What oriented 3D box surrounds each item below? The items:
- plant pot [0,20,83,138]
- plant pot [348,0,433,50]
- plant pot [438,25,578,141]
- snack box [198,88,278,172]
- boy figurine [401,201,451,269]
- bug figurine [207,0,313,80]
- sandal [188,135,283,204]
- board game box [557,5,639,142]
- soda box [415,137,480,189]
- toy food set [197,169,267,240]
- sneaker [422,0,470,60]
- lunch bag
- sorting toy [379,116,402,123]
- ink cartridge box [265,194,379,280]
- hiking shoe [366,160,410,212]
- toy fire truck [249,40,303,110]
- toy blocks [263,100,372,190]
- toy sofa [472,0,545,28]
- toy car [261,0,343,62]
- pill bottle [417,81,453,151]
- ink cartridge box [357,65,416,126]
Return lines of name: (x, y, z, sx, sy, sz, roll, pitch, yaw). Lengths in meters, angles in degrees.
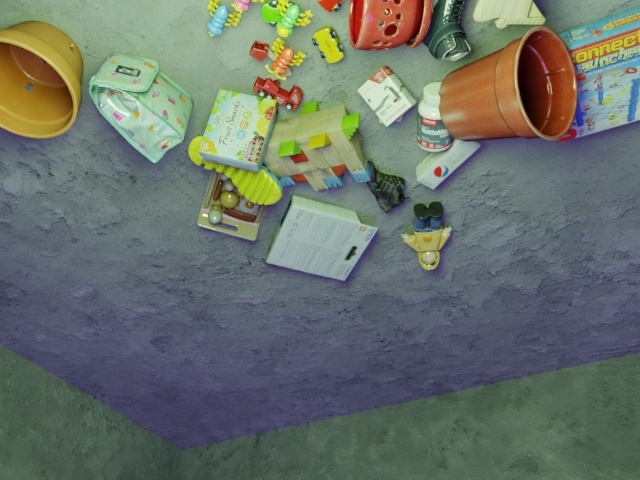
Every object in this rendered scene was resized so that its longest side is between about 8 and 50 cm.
plant pot: (-0.771, -0.450, 1.438, 0.291, 0.203, 0.290, 2, 136, 2)
plant pot: (0.168, -0.561, 1.300, 0.174, 0.191, 0.191, -1, 137, -10)
plant pot: (0.470, -0.376, 1.389, 0.272, 0.272, 0.265, 37, 159, -31)
snack box: (-0.232, -0.315, 1.533, 0.175, 0.206, 0.070, 14, 164, 5)
boy figurine: (0.382, -0.009, 1.937, 0.178, 0.092, 0.285, -5, 133, 4)
bug figurine: (-0.156, -0.540, 1.346, 0.279, 0.072, 0.216, 28, 140, -12)
sandal: (-0.244, -0.236, 1.657, 0.317, 0.138, 0.126, 38, 124, -14)
board game box: (0.780, -0.448, 1.459, 0.309, 0.086, 0.301, -15, 134, 18)
soda box: (0.396, -0.262, 1.680, 0.069, 0.073, 0.216, 26, 132, -23)
toy food set: (-0.286, -0.133, 1.831, 0.220, 0.092, 0.306, 16, 135, -14)
sneaker: (0.337, -0.549, 1.308, 0.086, 0.163, 0.226, -5, 149, -35)
lunch bag: (-0.497, -0.388, 1.478, 0.160, 0.223, 0.262, -32, 125, 23)
sorting toy: (0.220, -0.385, 1.585, 0.075, 0.044, 0.083, 11, 127, -26)
ink cartridge box: (0.000, 0.000, 1.979, 0.331, 0.071, 0.324, 14, 135, -16)
hiking shoe: (0.216, -0.195, 1.768, 0.114, 0.086, 0.227, -27, 136, 10)
toy fire truck: (-0.124, -0.462, 1.511, 0.192, 0.047, 0.135, 22, 134, -19)
toy blocks: (-0.014, -0.261, 1.644, 0.382, 0.190, 0.261, -8, 146, 24)
toy sofa: (0.443, -0.676, 1.185, 0.177, 0.150, 0.362, -1, 137, -1)
toy car: (-0.037, -0.582, 1.373, 0.225, 0.053, 0.239, 7, 140, -1)
pill bottle: (0.336, -0.359, 1.557, 0.108, 0.107, 0.180, -3, 136, 6)
ink cartridge box: (0.188, -0.406, 1.508, 0.099, 0.056, 0.135, -38, 94, 34)
